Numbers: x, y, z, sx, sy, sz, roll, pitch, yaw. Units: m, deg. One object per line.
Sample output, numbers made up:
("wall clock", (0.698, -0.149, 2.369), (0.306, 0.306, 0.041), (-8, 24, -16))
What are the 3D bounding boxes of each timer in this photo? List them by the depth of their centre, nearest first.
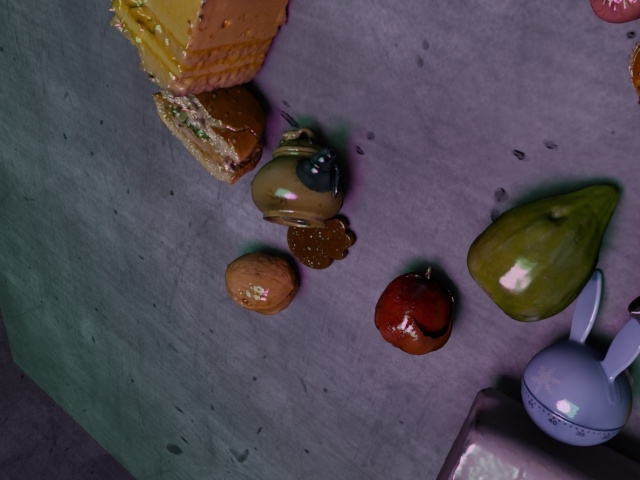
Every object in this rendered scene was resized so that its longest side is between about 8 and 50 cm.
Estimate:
("timer", (0.426, 0.199, 0.838), (0.175, 0.175, 0.255), (38, 104, 17))

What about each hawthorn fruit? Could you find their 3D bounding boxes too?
("hawthorn fruit", (0.177, 0.123, 0.986), (0.148, 0.148, 0.171), (27, 110, 25))

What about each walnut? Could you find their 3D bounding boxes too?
("walnut", (-0.137, 0.096, 1.226), (0.180, 0.144, 0.144), (18, 125, 21))

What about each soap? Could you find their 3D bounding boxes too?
("soap", (0.384, 0.500, 0.871), (0.435, 0.213, 0.350), (28, 106, 15))

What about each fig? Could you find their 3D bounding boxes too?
("fig", (0.321, 0.024, 0.793), (0.167, 0.167, 0.233), (47, 141, 8))

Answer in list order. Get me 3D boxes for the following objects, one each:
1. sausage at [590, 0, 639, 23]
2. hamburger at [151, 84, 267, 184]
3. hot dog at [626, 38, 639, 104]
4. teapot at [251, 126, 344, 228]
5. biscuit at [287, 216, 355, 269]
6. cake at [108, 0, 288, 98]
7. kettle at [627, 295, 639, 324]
("sausage", (0.349, -0.278, 0.599), (0.062, 0.154, 0.062), (24, 128, 34))
("hamburger", (-0.207, -0.255, 1.068), (0.283, 0.157, 0.144), (46, 154, 16))
("hot dog", (0.445, -0.171, 0.653), (0.099, 0.053, 0.192), (-24, 100, 41))
("teapot", (-0.046, -0.120, 1.028), (0.269, 0.173, 0.182), (-5, 77, 63))
("biscuit", (0.000, 0.000, 1.133), (0.175, 0.026, 0.124), (-16, 105, 44))
("cake", (-0.198, -0.427, 0.909), (0.222, 0.227, 0.286), (47, 134, 9))
("kettle", (0.537, 0.092, 0.648), (0.269, 0.207, 0.290), (-33, 90, 9))
